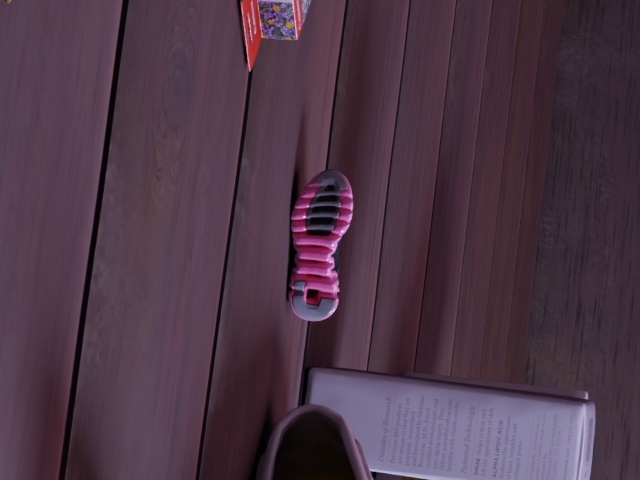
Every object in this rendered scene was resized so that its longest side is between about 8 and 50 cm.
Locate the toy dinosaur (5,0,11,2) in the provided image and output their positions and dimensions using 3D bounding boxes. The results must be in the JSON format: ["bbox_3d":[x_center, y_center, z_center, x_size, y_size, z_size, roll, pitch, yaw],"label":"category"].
[{"bbox_3d":[-0.123,-0.171,0.842,0.112,0.064,0.211,72,26,-59],"label":"toy dinosaur"}]

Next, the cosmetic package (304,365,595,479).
[{"bbox_3d":[0.107,0.158,1.659,0.117,0.231,0.085,19,77,-77],"label":"cosmetic package"}]

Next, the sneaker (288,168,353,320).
[{"bbox_3d":[0.000,0.000,1.553,0.057,0.047,0.119,-63,164,-76],"label":"sneaker"}]

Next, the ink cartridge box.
[{"bbox_3d":[-0.026,-0.174,1.370,0.063,0.029,0.115,84,16,-44],"label":"ink cartridge box"}]

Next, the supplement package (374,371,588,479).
[{"bbox_3d":[0.160,0.301,2.043,0.262,0.199,0.198,-71,162,-47],"label":"supplement package"}]

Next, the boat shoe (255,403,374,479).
[{"bbox_3d":[0.001,0.243,1.386,0.367,0.136,0.156,-87,168,-55],"label":"boat shoe"}]
